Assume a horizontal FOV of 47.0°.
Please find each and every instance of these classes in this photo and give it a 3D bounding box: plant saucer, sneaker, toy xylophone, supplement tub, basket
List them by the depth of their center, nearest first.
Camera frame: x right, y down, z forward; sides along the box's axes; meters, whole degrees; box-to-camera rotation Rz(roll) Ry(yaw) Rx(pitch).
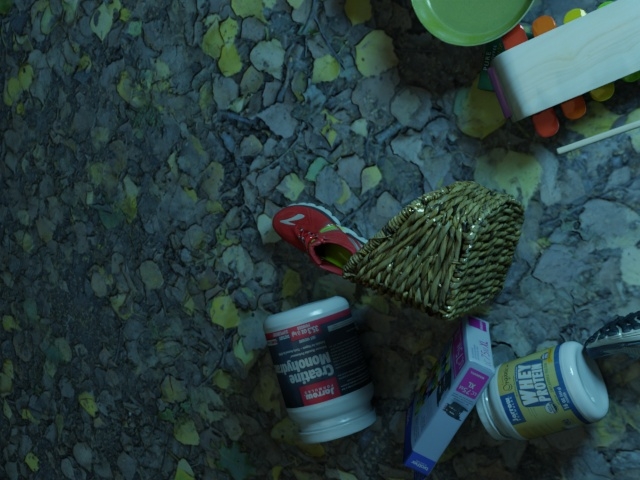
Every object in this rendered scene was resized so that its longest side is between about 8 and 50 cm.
[{"bbox_3d":[0.443,-0.276,1.209,0.322,0.081,0.236,-13,95,20],"label":"toy xylophone"},{"bbox_3d":[0.580,0.176,1.210,0.283,0.110,0.122,-18,90,34],"label":"sneaker"},{"bbox_3d":[0.267,-0.455,1.258,0.240,0.037,0.241,6,101,32],"label":"plant saucer"},{"bbox_3d":[0.209,-0.011,1.312,0.223,0.299,0.214,22,108,29],"label":"basket"},{"bbox_3d":[0.394,0.276,1.322,0.199,0.144,0.144,-28,81,33],"label":"supplement tub"},{"bbox_3d":[0.001,0.268,1.553,0.191,0.191,0.272,-19,86,34],"label":"supplement tub"},{"bbox_3d":[0.000,0.000,1.560,0.279,0.118,0.107,27,110,28],"label":"sneaker"}]

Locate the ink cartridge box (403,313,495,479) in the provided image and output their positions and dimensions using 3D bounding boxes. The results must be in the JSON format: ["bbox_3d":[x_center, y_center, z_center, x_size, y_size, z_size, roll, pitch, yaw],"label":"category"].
[{"bbox_3d":[0.231,0.311,1.411,0.065,0.186,0.311,23,113,0],"label":"ink cartridge box"}]

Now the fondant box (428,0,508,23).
[{"bbox_3d":[0.237,-0.552,1.342,0.330,0.096,0.238,28,111,26],"label":"fondant box"}]

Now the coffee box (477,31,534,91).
[{"bbox_3d":[0.381,-0.312,1.313,0.184,0.040,0.113,14,104,31],"label":"coffee box"}]
